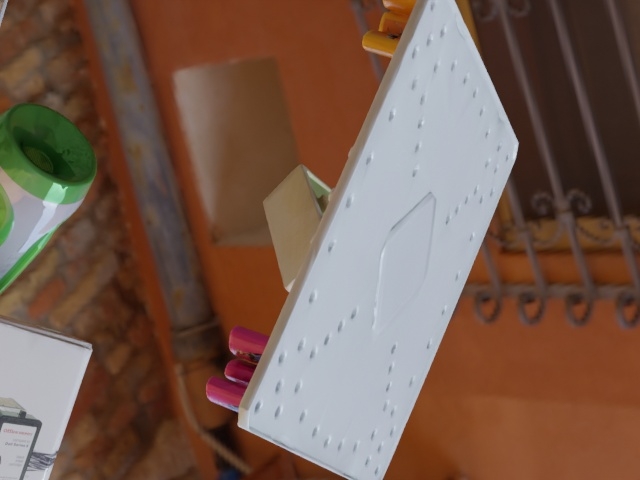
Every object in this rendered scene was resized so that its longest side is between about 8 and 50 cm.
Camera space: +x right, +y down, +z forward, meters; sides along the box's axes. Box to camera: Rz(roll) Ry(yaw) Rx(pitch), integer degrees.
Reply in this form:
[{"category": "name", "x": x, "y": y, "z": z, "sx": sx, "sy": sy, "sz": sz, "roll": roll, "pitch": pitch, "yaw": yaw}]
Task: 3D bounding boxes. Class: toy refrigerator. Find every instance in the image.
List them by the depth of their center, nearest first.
[{"category": "toy refrigerator", "x": 0.000, "y": 0.000, "z": 1.873, "sx": 0.094, "sy": 0.102, "sz": 0.269, "roll": -44, "pitch": -155, "yaw": 14}]

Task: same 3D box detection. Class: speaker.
[{"category": "speaker", "x": -0.362, "y": -0.010, "z": 1.414, "sx": 0.296, "sy": 0.131, "sz": 0.131, "roll": -43, "pitch": 180, "yaw": 30}]

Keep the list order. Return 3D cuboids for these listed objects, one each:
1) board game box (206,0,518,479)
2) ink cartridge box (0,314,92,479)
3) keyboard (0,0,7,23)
[{"category": "board game box", "x": 0.056, "y": 0.013, "z": 1.214, "sx": 0.050, "sy": 0.390, "sz": 0.390, "roll": 20, "pitch": 170, "yaw": 22}, {"category": "ink cartridge box", "x": -0.337, "y": 0.207, "z": 1.312, "sx": 0.114, "sy": 0.273, "sz": 0.198, "roll": 20, "pitch": 173, "yaw": -22}, {"category": "keyboard", "x": -0.389, "y": -0.243, "z": 1.590, "sx": 0.014, "sy": 0.256, "sz": 0.072, "roll": 16, "pitch": -173, "yaw": -16}]
